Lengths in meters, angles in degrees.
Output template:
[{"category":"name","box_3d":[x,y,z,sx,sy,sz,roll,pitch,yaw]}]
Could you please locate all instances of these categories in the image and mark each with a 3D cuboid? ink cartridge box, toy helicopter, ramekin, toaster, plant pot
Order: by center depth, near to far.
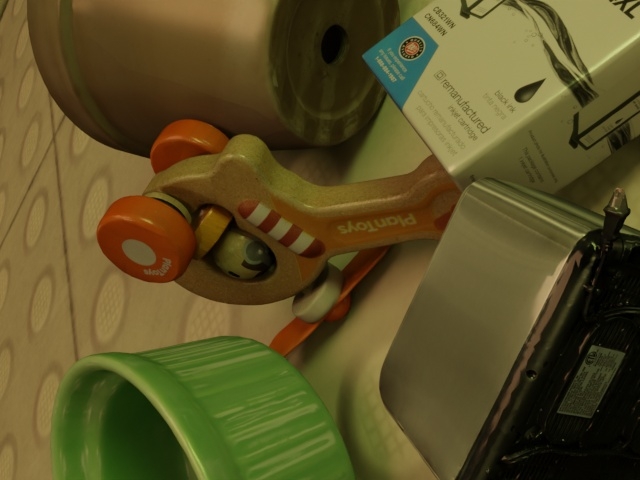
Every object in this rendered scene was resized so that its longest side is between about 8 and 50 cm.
[{"category":"toaster","box_3d":[0.145,0.059,0.448,0.110,0.168,0.186,40,111,53]},{"category":"ink cartridge box","box_3d":[0.152,-0.127,0.514,0.203,0.086,0.148,-37,47,10]},{"category":"toy helicopter","box_3d":[0.000,0.000,0.675,0.355,0.235,0.140,-9,40,29]},{"category":"ramekin","box_3d":[-0.104,0.231,0.676,0.303,0.148,0.304,14,109,45]},{"category":"plant pot","box_3d":[-0.082,-0.219,0.784,0.280,0.323,0.323,21,95,38]}]
